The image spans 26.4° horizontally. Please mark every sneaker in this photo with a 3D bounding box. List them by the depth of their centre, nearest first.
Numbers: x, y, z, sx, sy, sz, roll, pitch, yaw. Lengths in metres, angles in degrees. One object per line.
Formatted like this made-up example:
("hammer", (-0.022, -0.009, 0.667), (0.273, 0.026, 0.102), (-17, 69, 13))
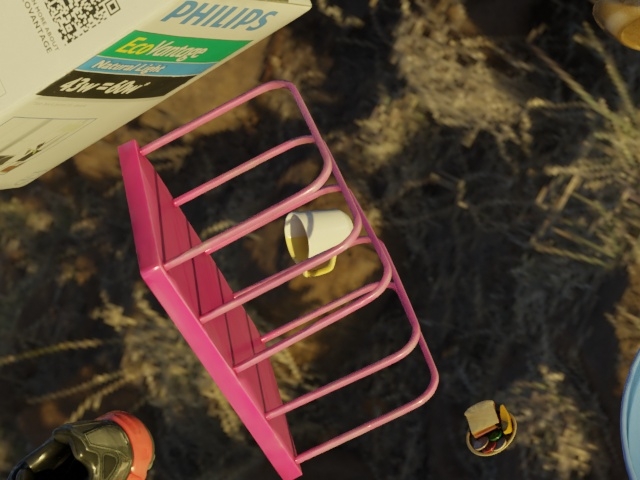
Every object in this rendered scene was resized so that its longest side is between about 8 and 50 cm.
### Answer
("sneaker", (-0.281, 0.293, 1.384), (0.097, 0.135, 0.276), (33, 95, 28))

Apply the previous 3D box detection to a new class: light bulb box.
("light bulb box", (-0.262, -0.270, 1.159), (0.361, 0.225, 0.358), (-27, 85, 25))

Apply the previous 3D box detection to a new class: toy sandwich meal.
("toy sandwich meal", (0.235, 0.262, 1.906), (0.085, 0.029, 0.085), (-23, 40, 20))

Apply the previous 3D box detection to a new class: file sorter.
("file sorter", (-0.031, 0.031, 1.259), (0.182, 0.291, 0.202), (-26, 37, 4))

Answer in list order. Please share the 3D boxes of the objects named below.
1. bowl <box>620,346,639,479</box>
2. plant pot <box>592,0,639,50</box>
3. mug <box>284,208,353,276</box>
("bowl", (0.459, 0.166, 1.160), (0.391, 0.077, 0.391), (-12, 48, 14))
("plant pot", (0.403, -0.234, 1.409), (0.236, 0.236, 0.032), (-13, 76, 49))
("mug", (-0.001, -0.004, 1.519), (0.062, 0.064, 0.078), (66, 153, 20))
